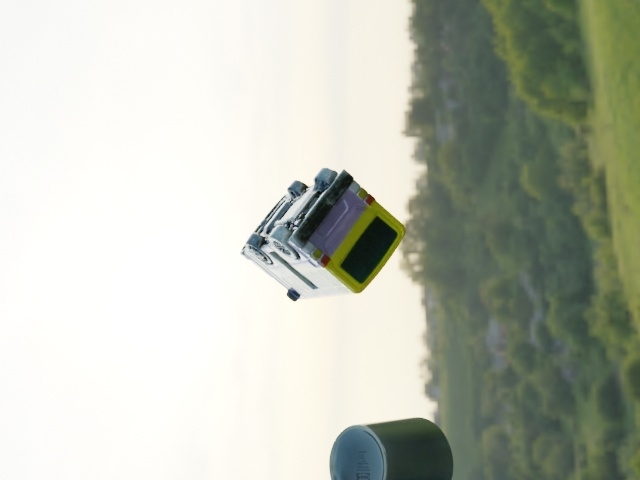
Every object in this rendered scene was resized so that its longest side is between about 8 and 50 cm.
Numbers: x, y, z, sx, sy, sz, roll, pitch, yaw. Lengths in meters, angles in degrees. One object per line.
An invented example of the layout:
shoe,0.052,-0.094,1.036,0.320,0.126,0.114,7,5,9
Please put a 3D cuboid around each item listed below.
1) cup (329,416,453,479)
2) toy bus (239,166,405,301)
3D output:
cup,0.049,0.190,1.090,0.077,0.100,0.078,7,-113,-43
toy bus,0.000,0.000,0.692,0.052,0.058,0.102,-52,11,-15
